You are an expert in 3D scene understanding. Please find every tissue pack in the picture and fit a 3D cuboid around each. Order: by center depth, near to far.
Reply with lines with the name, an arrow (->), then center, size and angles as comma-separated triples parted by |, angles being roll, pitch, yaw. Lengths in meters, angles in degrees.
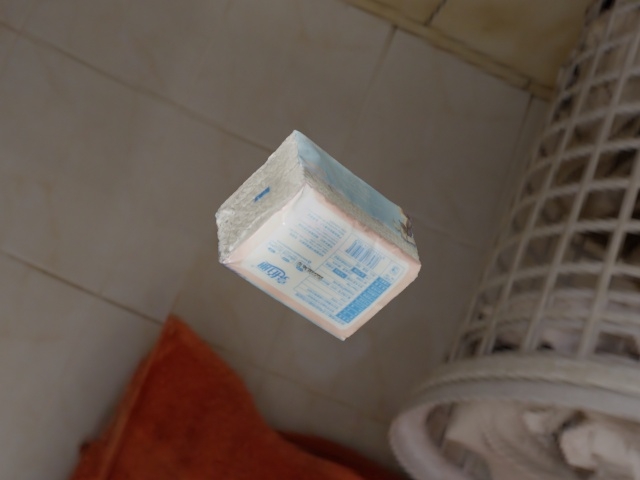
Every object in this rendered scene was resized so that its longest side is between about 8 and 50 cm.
tissue pack -> 0.000, 0.000, 0.713 | 0.094, 0.059, 0.074 | 35, 113, -30
